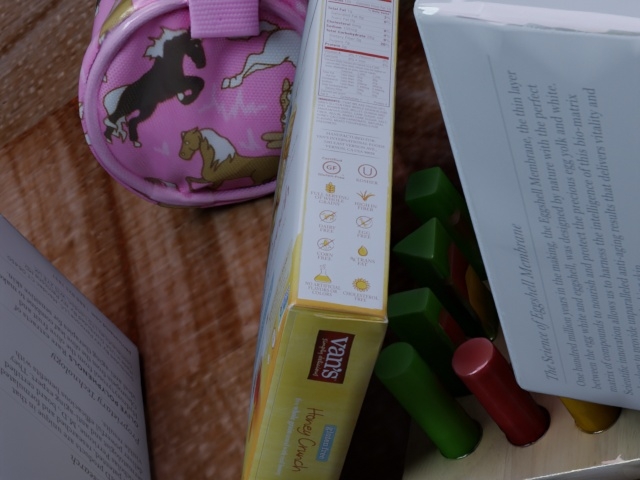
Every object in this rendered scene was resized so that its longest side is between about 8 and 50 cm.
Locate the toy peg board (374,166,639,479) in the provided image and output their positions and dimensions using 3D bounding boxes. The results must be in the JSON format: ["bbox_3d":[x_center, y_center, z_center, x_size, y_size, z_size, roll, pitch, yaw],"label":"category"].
[{"bbox_3d":[0.103,0.026,0.773,0.160,0.079,0.161,-15,44,29],"label":"toy peg board"}]

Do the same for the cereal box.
[{"bbox_3d":[0.000,0.000,0.823,0.047,0.173,0.240,8,45,-5],"label":"cereal box"}]

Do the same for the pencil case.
[{"bbox_3d":[-0.071,-0.194,1.083,0.167,0.160,0.386,-27,38,17],"label":"pencil case"}]

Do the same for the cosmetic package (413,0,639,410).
[{"bbox_3d":[0.176,-0.039,0.610,0.224,0.224,0.138,9,56,23],"label":"cosmetic package"}]

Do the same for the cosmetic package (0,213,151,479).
[{"bbox_3d":[-0.191,0.172,0.808,0.197,0.155,0.365,-30,39,14],"label":"cosmetic package"}]
